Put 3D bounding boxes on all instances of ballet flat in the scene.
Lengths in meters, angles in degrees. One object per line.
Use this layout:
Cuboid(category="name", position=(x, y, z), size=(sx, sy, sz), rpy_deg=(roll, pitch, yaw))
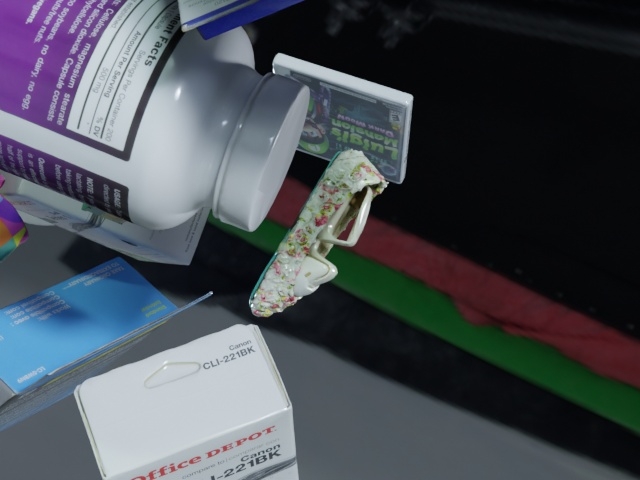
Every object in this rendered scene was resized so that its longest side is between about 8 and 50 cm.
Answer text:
Cuboid(category="ballet flat", position=(0.000, 0.000, 1.392), size=(0.077, 0.241, 0.091), rpy_deg=(30, 0, 21))

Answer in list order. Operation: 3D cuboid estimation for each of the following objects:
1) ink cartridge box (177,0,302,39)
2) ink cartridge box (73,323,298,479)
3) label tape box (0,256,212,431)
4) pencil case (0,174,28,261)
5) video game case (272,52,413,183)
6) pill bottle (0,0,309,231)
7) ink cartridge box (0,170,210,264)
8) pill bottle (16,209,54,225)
Cuboid(category="ink cartridge box", position=(-0.037, -0.255, 0.858), size=(0.165, 0.333, 0.065), rpy_deg=(-20, -47, 7))
Cuboid(category="ink cartridge box", position=(-0.132, 0.232, 1.214), size=(0.273, 0.197, 0.114), rpy_deg=(87, -21, -52))
Cuboid(category="label tape box", position=(-0.314, 0.119, 1.297), size=(0.333, 0.240, 0.106), rpy_deg=(-35, -95, 43))
Cuboid(category="pencil case", position=(-0.425, 0.025, 1.218), size=(0.104, 0.236, 0.104), rpy_deg=(37, -23, 19))
Cuboid(category="video game case", position=(0.028, -0.160, 1.530), size=(0.190, 0.022, 0.173), rpy_deg=(19, -31, 12))
Cuboid(category="pill bottle", position=(-0.180, -0.123, 0.911), size=(0.323, 0.181, 0.181), rpy_deg=(22, -22, 5))
Cuboid(category="ink cartridge box", position=(-0.261, -0.053, 1.323), size=(0.219, 0.093, 0.160), rpy_deg=(24, -11, -29))
Cuboid(category="pill bottle", position=(-0.392, -0.181, 1.637), size=(0.210, 0.210, 0.363), rpy_deg=(42, 15, -29))
